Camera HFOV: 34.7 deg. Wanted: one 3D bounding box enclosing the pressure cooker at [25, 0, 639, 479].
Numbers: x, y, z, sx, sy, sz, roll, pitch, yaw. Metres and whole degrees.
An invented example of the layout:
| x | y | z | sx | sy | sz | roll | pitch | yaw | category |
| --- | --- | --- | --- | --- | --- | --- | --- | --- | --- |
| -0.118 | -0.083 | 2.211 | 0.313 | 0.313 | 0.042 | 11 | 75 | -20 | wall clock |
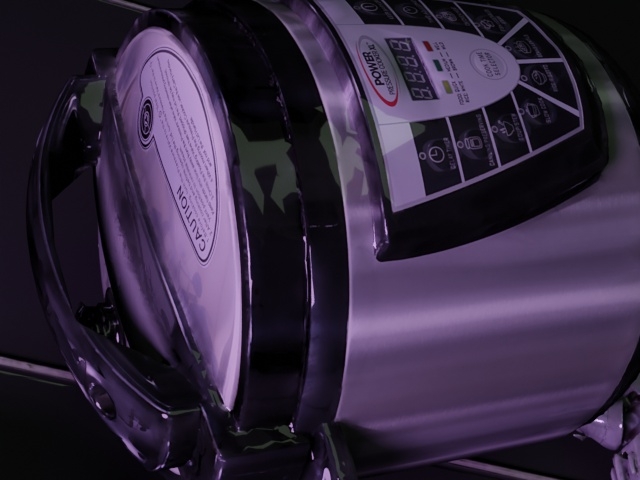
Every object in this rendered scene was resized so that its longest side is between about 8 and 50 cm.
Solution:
| x | y | z | sx | sy | sz | roll | pitch | yaw | category |
| --- | --- | --- | --- | --- | --- | --- | --- | --- | --- |
| -0.001 | 0.005 | 0.770 | 0.420 | 0.375 | 0.370 | -4 | 10 | -25 | pressure cooker |

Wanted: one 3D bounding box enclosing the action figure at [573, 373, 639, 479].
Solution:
| x | y | z | sx | sy | sz | roll | pitch | yaw | category |
| --- | --- | --- | --- | --- | --- | --- | --- | --- | --- |
| 0.357 | 0.207 | 0.933 | 0.285 | 0.099 | 0.185 | 18 | 53 | -2 | action figure |
